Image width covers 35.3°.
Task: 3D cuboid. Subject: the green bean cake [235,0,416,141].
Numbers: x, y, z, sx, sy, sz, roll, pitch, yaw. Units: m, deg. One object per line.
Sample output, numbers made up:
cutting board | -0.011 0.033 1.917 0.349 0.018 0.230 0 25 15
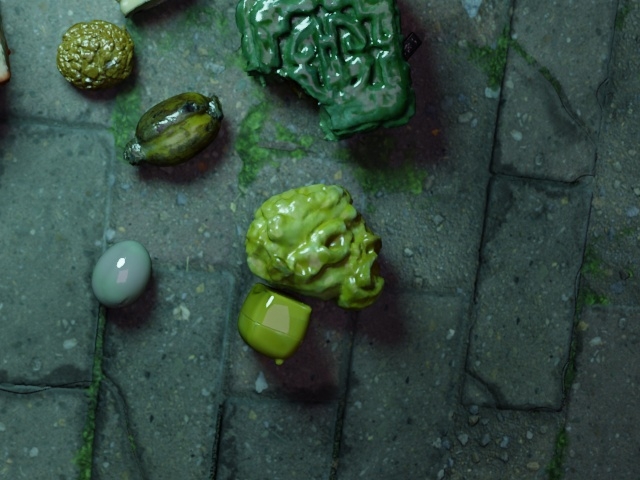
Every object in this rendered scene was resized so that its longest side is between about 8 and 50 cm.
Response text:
green bean cake | 0.009 -0.338 1.872 0.300 0.169 0.307 -12 106 0

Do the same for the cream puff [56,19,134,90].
cream puff | -0.407 -0.335 1.825 0.144 0.103 0.126 -12 101 -6

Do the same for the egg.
egg | -0.371 0.063 1.884 0.103 0.103 0.135 29 87 -15

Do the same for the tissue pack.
tissue pack | -0.093 0.158 1.925 0.123 0.178 0.127 25 89 -14

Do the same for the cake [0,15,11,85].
cake | -0.676 -0.394 1.646 0.270 0.270 0.319 -17 121 -9

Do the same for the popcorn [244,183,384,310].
popcorn | 0.000 0.000 1.934 0.286 0.174 0.225 19 85 -16

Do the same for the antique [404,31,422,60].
antique | 0.132 -0.333 2.001 0.031 0.015 0.192 41 87 -15

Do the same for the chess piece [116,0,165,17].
chess piece | -0.364 -0.570 1.809 0.139 0.124 0.307 -25 100 23

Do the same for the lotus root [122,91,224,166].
lotus root | -0.273 -0.202 1.871 0.210 0.120 0.120 -30 103 -8
